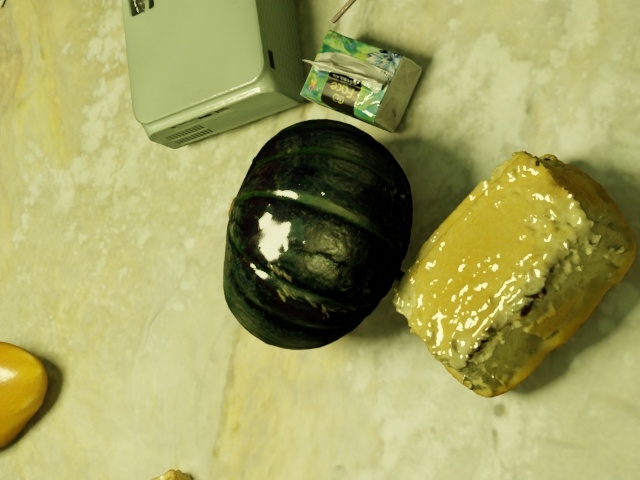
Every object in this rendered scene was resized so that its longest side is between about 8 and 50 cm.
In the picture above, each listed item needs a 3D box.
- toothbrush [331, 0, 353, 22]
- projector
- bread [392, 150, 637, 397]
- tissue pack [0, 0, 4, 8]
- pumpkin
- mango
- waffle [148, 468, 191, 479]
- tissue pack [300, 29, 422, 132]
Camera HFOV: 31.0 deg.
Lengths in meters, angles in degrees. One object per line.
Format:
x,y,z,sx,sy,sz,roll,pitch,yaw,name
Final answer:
0.045,-0.295,1.366,0.097,0.008,0.006,-47,47,17,toothbrush
-0.133,-0.258,1.413,0.198,0.108,0.250,-17,73,28,projector
0.185,0.032,1.147,0.245,0.121,0.174,-52,44,19,bread
-0.480,-0.391,1.691,0.062,0.042,0.083,31,97,35,tissue pack
0.000,0.000,1.227,0.250,0.216,0.250,-51,21,28,pumpkin
-0.442,0.204,1.512,0.217,0.102,0.141,-23,75,28,mango
-0.207,0.343,1.373,0.148,0.042,0.102,-30,65,23,waffle
0.040,-0.183,1.305,0.111,0.079,0.085,26,94,33,tissue pack
